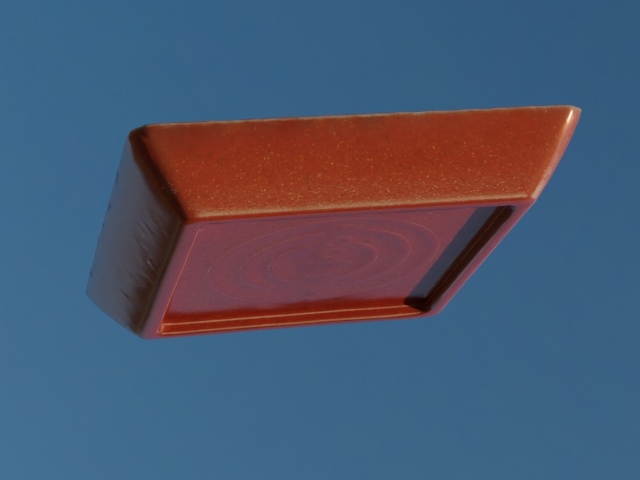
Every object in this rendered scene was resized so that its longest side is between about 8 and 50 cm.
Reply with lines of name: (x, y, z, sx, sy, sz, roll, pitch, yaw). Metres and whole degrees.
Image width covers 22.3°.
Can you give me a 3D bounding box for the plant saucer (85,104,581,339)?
plant saucer: (0.000, 0.000, 0.982, 0.258, 0.259, 0.048, 121, -38, -64)
